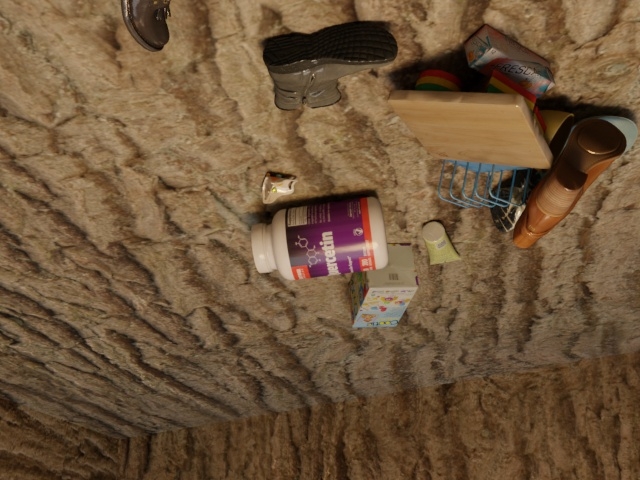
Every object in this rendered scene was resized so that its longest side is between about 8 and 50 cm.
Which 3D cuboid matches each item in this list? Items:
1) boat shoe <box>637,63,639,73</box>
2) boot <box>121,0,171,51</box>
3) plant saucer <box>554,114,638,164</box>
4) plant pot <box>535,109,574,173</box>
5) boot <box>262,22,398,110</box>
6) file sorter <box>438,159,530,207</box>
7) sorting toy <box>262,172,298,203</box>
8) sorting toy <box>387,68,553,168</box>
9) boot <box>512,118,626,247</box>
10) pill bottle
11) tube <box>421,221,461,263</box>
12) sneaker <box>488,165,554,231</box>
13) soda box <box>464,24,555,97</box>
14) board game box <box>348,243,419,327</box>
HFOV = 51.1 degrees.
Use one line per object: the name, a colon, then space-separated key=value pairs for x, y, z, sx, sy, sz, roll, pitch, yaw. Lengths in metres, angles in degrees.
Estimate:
boat shoe: x=0.663 y=-0.349 z=1.293 sx=0.035 sy=0.035 sz=0.100 roll=16 pitch=144 yaw=-32
boot: x=-0.193 y=-0.402 z=1.014 sx=0.229 sy=0.091 sz=0.263 roll=-5 pitch=148 yaw=2
plant saucer: x=0.602 y=-0.227 z=1.495 sx=0.195 sy=0.037 sz=0.195 roll=-3 pitch=151 yaw=-2
plant pot: x=0.456 y=-0.221 z=1.407 sx=0.095 sy=0.134 sz=0.134 roll=31 pitch=163 yaw=27
boot: x=0.022 y=-0.312 z=1.236 sx=0.247 sy=0.083 sz=0.161 roll=-4 pitch=158 yaw=9
file sorter: x=0.361 y=-0.134 z=1.488 sx=0.118 sy=0.104 sz=0.170 roll=16 pitch=174 yaw=-31
sorting toy: x=-0.093 y=-0.127 z=1.564 sx=0.075 sy=0.044 sz=0.083 roll=-2 pitch=151 yaw=-21
sorting toy: x=0.302 y=-0.241 z=1.293 sx=0.257 sy=0.089 sz=0.255 roll=11 pitch=167 yaw=34
boot: x=0.517 y=-0.114 z=1.406 sx=0.109 sy=0.283 sz=0.220 roll=33 pitch=147 yaw=11
pill bottle: x=0.000 y=0.000 z=1.655 sx=0.323 sy=0.181 sz=0.181 roll=-8 pitch=150 yaw=5
tube: x=0.332 y=0.019 z=1.873 sx=0.070 sy=0.062 sz=0.240 roll=31 pitch=171 yaw=28
sneaker: x=0.507 y=-0.099 z=1.614 sx=0.122 sy=0.110 sz=0.283 roll=-11 pitch=167 yaw=-15
soda box: x=0.355 y=-0.329 z=1.251 sx=0.183 sy=0.062 sz=0.058 roll=16 pitch=145 yaw=-32
board game box: x=0.176 y=0.137 z=1.960 sx=0.145 sy=0.142 sz=0.275 roll=0 pitch=150 yaw=-9
